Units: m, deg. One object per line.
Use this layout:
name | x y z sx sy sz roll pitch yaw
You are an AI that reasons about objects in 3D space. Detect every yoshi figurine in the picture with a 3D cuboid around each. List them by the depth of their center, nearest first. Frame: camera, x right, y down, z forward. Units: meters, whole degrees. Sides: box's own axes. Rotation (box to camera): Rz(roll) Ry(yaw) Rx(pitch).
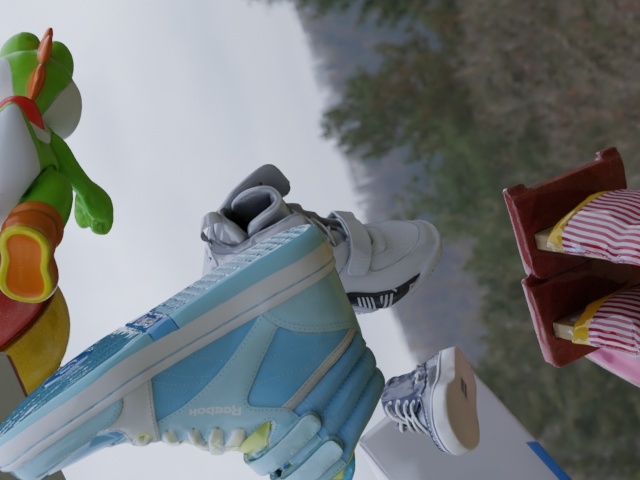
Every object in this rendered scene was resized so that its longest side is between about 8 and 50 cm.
yoshi figurine | -0.337 -0.072 1.682 0.203 0.203 0.362 52 -154 -33

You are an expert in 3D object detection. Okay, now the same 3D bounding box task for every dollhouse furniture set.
dollhouse furniture set | 0.352 -0.020 1.218 0.201 0.374 0.152 8 116 56

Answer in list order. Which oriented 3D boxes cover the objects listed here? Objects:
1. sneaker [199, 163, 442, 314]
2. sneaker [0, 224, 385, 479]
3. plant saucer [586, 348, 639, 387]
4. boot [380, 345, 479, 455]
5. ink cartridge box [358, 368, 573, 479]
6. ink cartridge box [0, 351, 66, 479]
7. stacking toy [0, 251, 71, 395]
sneaker | 0.000 0.000 2.131 0.210 0.366 0.137 88 161 -44
sneaker | -0.087 0.150 1.248 0.208 0.319 0.127 60 173 -10
plant saucer | 0.374 0.115 1.583 0.084 0.332 0.332 -65 -8 6
boot | 0.103 0.168 1.504 0.069 0.086 0.190 61 -166 -10
ink cartridge box | 0.219 0.354 1.905 0.285 0.166 0.395 48 172 26
ink cartridge box | -0.445 0.331 1.619 0.160 0.385 0.279 5 -129 -57
stacking toy | -0.457 0.101 2.092 0.480 0.351 0.350 58 -165 -27
